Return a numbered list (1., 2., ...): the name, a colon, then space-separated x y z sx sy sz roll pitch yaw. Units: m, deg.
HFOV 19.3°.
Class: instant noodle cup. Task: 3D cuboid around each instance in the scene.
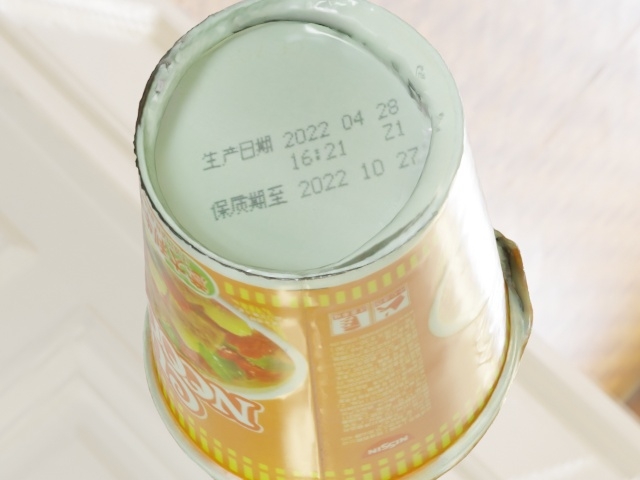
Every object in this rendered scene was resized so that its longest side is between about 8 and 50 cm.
1. instant noodle cup: 0.000 0.000 0.720 0.168 0.168 0.185 -41 159 -14
